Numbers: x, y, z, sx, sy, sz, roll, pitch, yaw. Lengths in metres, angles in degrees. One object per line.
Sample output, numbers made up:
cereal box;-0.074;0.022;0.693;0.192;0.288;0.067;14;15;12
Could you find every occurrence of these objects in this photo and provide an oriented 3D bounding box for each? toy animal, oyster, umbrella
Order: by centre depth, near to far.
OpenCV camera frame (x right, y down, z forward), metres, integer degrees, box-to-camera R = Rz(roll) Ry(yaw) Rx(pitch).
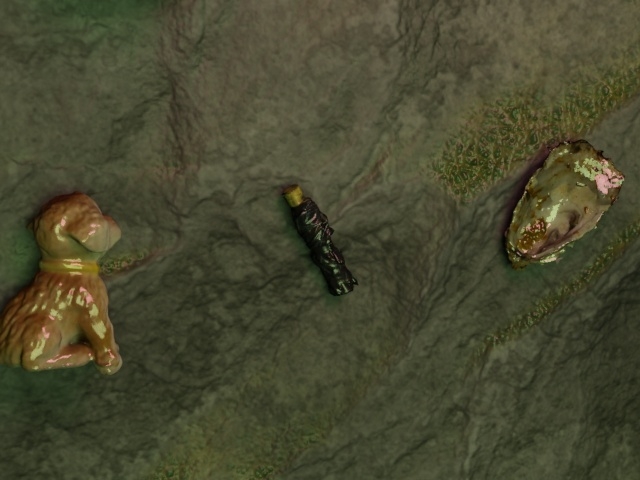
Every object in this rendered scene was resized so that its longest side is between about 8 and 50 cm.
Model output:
toy animal;-0.296;0.043;1.362;0.184;0.104;0.185;-2;104;-20
umbrella;0.000;0.000;1.487;0.040;0.037;0.144;-28;111;2
oyster;0.285;-0.037;1.569;0.105;0.056;0.177;28;90;-15
